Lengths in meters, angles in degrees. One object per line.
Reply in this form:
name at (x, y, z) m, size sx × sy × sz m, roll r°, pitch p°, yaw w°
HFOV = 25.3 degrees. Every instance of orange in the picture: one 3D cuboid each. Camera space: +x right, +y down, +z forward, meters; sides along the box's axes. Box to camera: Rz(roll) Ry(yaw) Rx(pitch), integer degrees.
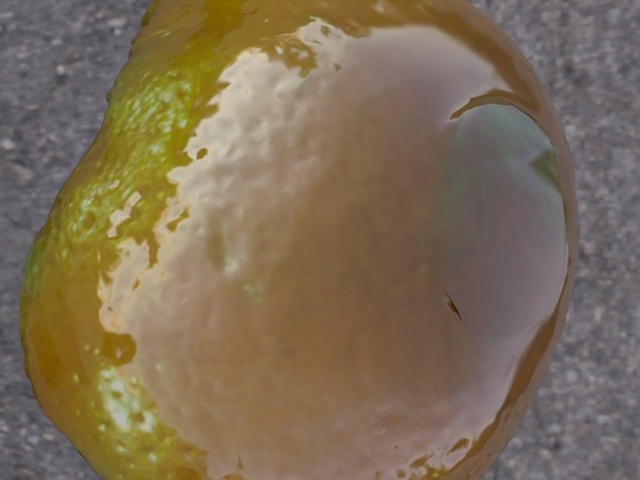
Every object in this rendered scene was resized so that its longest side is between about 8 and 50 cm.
orange at (0.006, -0.003, 0.697) m, size 0.262 × 0.196 × 0.334 m, roll 36°, pitch 63°, yaw -19°
